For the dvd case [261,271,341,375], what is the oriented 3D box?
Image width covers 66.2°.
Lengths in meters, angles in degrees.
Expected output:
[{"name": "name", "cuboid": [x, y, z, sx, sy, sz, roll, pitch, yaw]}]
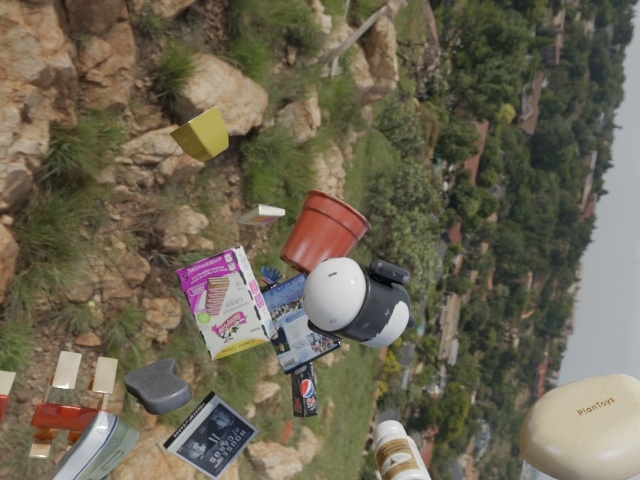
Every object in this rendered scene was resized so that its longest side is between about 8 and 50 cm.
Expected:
[{"name": "dvd case", "cuboid": [-0.073, 0.240, 1.444, 0.253, 0.180, 0.022, 62, -3, 22]}]

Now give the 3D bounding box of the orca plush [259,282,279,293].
[{"name": "orca plush", "cuboid": [-0.130, 0.210, 1.578, 0.102, 0.151, 0.287, -56, -159, 21]}]

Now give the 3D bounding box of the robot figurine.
[{"name": "robot figurine", "cuboid": [0.089, 0.141, 1.113, 0.278, 0.174, 0.209, 25, 83, -34]}]

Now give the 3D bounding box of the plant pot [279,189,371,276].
[{"name": "plant pot", "cuboid": [0.000, 0.000, 1.779, 0.265, 0.272, 0.272, -58, 147, -11]}]

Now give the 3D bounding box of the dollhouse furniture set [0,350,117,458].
[{"name": "dollhouse furniture set", "cuboid": [-0.592, 0.375, 1.055, 0.259, 0.135, 0.262, 17, 120, -26]}]

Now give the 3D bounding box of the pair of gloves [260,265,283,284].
[{"name": "pair of gloves", "cuboid": [-0.149, 0.165, 1.848, 0.023, 0.198, 0.159, -56, 179, 18]}]

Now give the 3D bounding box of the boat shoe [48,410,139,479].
[{"name": "boat shoe", "cuboid": [-0.475, 0.465, 0.988, 0.302, 0.094, 0.109, -48, -162, 22]}]

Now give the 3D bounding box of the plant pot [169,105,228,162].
[{"name": "plant pot", "cuboid": [-0.234, -0.206, 0.986, 0.081, 0.081, 0.083, -45, 113, -38]}]

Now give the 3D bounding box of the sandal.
[{"name": "sandal", "cuboid": [-0.296, 0.270, 0.885, 0.097, 0.254, 0.054, -17, 99, -23]}]

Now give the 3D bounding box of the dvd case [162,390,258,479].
[{"name": "dvd case", "cuboid": [-0.290, 0.537, 1.339, 0.179, 0.030, 0.238, -48, 132, -18]}]

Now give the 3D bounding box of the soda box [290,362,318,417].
[{"name": "soda box", "cuboid": [-0.051, 0.448, 1.497, 0.053, 0.060, 0.168, 5, 74, -41]}]

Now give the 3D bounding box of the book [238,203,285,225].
[{"name": "book", "cuboid": [-0.195, -0.078, 1.616, 0.096, 0.144, 0.035, 6, 74, -36]}]

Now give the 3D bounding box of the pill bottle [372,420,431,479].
[{"name": "pill bottle", "cuboid": [0.231, 0.650, 1.447, 0.229, 0.131, 0.131, -112, -162, -66]}]

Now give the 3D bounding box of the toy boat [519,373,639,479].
[{"name": "toy boat", "cuboid": [0.502, 0.388, 0.840, 0.318, 0.268, 0.148, -101, 171, -59]}]

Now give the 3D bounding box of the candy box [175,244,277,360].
[{"name": "candy box", "cuboid": [-0.223, 0.148, 1.167, 0.071, 0.159, 0.233, -35, 103, -76]}]
